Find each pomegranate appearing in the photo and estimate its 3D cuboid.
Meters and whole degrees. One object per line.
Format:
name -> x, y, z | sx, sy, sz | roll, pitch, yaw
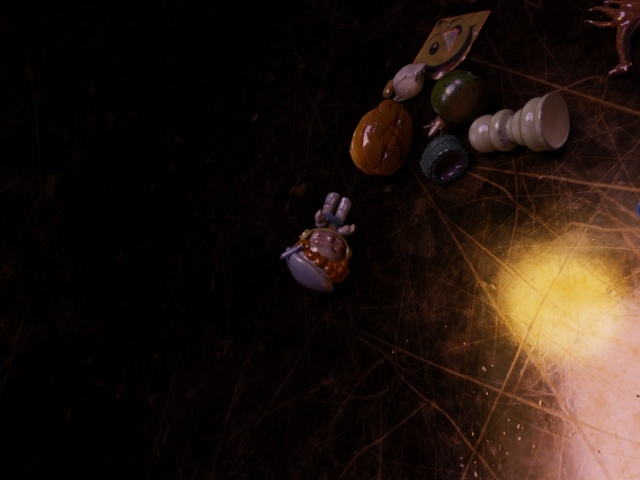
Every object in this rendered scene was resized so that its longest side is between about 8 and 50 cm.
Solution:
pomegranate -> 0.419, -0.417, 1.396 | 0.224, 0.181, 0.181 | -62, 31, 36

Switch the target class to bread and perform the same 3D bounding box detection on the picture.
bread -> 0.220, -0.356, 1.559 | 0.142, 0.195, 0.270 | -3, 61, 60

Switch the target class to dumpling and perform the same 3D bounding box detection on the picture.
dumpling -> 0.334, -0.606, 1.668 | 0.188, 0.108, 0.127 | -48, 18, 55

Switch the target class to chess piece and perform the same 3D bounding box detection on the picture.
chess piece -> 0.524, -0.304, 1.223 | 0.251, 0.144, 0.144 | 3, 69, 56

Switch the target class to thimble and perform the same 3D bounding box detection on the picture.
thimble -> 0.380, -0.249, 1.361 | 0.135, 0.118, 0.090 | -54, 29, 35

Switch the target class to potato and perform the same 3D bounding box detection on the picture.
potato -> 0.280, -0.608, 1.779 | 0.083, 0.040, 0.051 | -60, 27, -2

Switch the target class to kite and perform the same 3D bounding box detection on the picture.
kite -> 0.465, -0.738, 1.670 | 0.377, 0.013, 0.327 | -29, 46, 39

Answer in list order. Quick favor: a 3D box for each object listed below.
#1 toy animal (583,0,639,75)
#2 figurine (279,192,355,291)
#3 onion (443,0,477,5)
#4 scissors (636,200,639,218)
toy animal -> 0.770, -0.546, 1.142 | 0.224, 0.066, 0.230 | -47, 44, 18
figurine -> 0.028, 0.013, 1.600 | 0.382, 0.224, 0.205 | -55, 6, -33
onion -> 0.528, -0.958, 1.549 | 0.314, 0.280, 0.146 | -28, 62, 37
scissors -> 0.751, -0.037, 0.853 | 0.125, 0.030, 0.256 | -51, 35, 16
